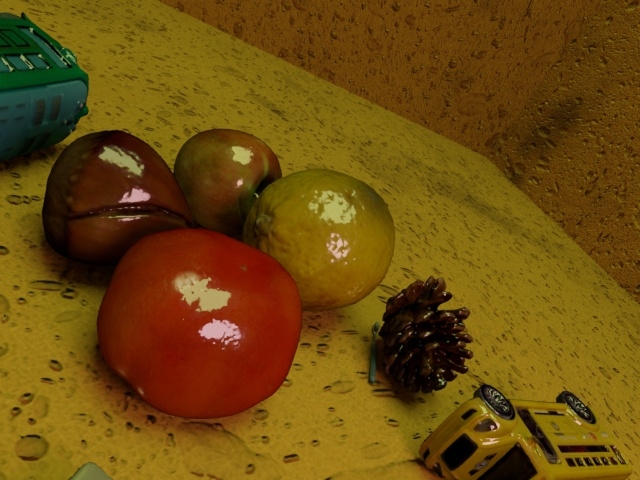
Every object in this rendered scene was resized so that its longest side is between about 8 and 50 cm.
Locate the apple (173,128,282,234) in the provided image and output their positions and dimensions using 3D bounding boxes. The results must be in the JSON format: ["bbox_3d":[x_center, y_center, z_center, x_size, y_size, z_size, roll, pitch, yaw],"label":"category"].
[{"bbox_3d":[-0.170,-0.108,0.973,0.196,0.196,0.196,26,27,-14],"label":"apple"}]

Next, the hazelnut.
[{"bbox_3d":[-0.276,-0.050,0.756,0.208,0.208,0.208,26,27,-14],"label":"hazelnut"}]

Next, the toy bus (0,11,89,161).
[{"bbox_3d":[-0.508,-0.220,0.793,0.199,0.183,0.343,36,26,-1],"label":"toy bus"}]

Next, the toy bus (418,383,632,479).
[{"bbox_3d":[0.314,0.321,0.803,0.331,0.145,0.151,14,33,-35],"label":"toy bus"}]

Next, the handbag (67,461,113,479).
[{"bbox_3d":[-0.145,0.288,0.404,0.241,0.109,0.315,37,22,7],"label":"handbag"}]

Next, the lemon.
[{"bbox_3d":[-0.001,0.001,0.904,0.267,0.267,0.267,26,27,-14],"label":"lemon"}]

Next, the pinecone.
[{"bbox_3d":[0.174,0.159,0.898,0.150,0.179,0.195,10,47,-1],"label":"pinecone"}]

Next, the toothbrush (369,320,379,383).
[{"bbox_3d":[0.095,0.191,0.936,0.011,0.014,0.167,26,26,-4],"label":"toothbrush"}]

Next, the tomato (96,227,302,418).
[{"bbox_3d":[-0.138,0.094,0.664,0.260,0.180,0.259,26,29,-15],"label":"tomato"}]
